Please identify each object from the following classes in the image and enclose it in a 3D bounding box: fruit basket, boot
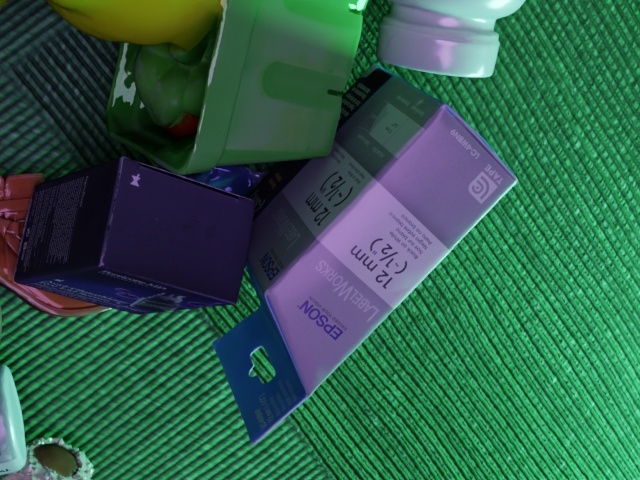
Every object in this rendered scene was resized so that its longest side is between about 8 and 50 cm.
[{"bbox_3d":[-0.136,-0.254,1.090,0.392,0.283,0.392,-9,109,-27],"label":"fruit basket"},{"bbox_3d":[-0.298,0.004,1.270,0.197,0.073,0.152,3,89,-34],"label":"boot"}]

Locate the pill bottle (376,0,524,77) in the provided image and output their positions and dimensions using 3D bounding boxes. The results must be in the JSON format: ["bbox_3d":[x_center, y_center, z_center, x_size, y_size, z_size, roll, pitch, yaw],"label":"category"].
[{"bbox_3d":[0.140,-0.324,1.206,0.169,0.169,0.302,4,107,-14],"label":"pill bottle"}]

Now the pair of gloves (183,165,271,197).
[{"bbox_3d":[-0.107,-0.098,1.303,0.159,0.023,0.198,0,107,-11],"label":"pair of gloves"}]

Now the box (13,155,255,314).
[{"bbox_3d":[-0.187,0.002,1.186,0.153,0.207,0.108,18,74,-33],"label":"box"}]

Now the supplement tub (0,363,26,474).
[{"bbox_3d":[-0.409,0.200,1.238,0.190,0.117,0.117,-11,110,-10],"label":"supplement tub"}]

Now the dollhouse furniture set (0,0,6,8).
[{"bbox_3d":[-0.388,-0.127,0.910,0.197,0.151,0.301,34,86,-29],"label":"dollhouse furniture set"}]

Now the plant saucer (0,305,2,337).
[{"bbox_3d":[-0.482,0.093,1.271,0.277,0.041,0.278,-4,108,-12],"label":"plant saucer"}]

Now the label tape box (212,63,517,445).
[{"bbox_3d":[0.000,0.000,1.180,0.347,0.249,0.115,-44,111,3],"label":"label tape box"}]

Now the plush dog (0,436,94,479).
[{"bbox_3d":[-0.321,0.389,1.329,0.225,0.262,0.210,43,128,-12],"label":"plush dog"}]
